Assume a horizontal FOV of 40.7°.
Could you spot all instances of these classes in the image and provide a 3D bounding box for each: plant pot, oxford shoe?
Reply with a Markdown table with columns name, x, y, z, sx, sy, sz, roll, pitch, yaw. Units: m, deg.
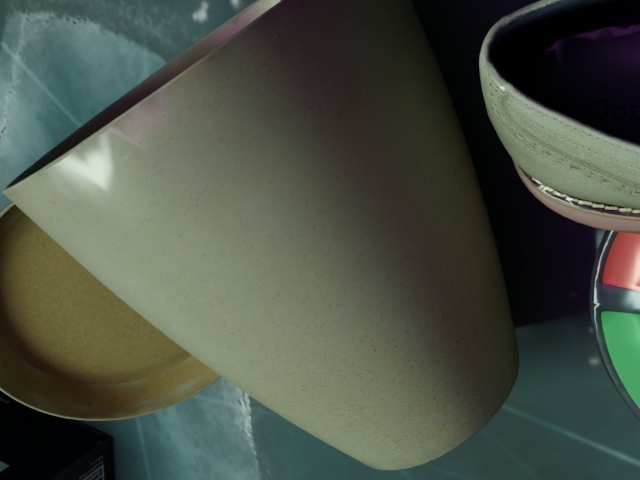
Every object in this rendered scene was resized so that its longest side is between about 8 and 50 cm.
| name | x | y | z | sx | sy | sz | roll | pitch | yaw |
| --- | --- | --- | --- | --- | --- | --- | --- | --- | --- |
| plant pot | 0.000 | 0.000 | 0.530 | 0.256 | 0.256 | 0.274 | -23 | 110 | 38 |
| oxford shoe | 0.257 | -0.061 | 0.340 | 0.397 | 0.146 | 0.140 | -5 | 79 | 27 |
| plant pot | -0.154 | 0.039 | 0.671 | 0.032 | 0.236 | 0.236 | -123 | 39 | -53 |

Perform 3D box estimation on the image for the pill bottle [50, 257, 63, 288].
| name | x | y | z | sx | sy | sz | roll | pitch | yaw |
| --- | --- | --- | --- | --- | --- | --- | --- | --- | --- |
| pill bottle | -0.192 | 0.001 | 0.719 | 0.065 | 0.116 | 0.065 | 14 | 116 | 30 |

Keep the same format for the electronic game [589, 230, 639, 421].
| name | x | y | z | sx | sy | sz | roll | pitch | yaw |
| --- | --- | --- | --- | --- | --- | --- | --- | --- | --- |
| electronic game | 0.263 | 0.044 | 0.471 | 0.229 | 0.048 | 0.229 | 13 | 116 | 30 |

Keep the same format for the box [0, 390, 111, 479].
| name | x | y | z | sx | sy | sz | roll | pitch | yaw |
| --- | --- | --- | --- | --- | --- | --- | --- | --- | --- |
| box | -0.369 | 0.363 | 0.869 | 0.183 | 0.296 | 0.294 | 14 | 116 | 29 |
